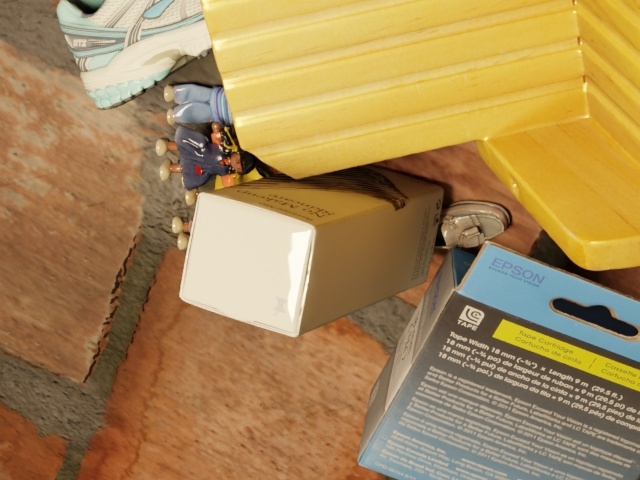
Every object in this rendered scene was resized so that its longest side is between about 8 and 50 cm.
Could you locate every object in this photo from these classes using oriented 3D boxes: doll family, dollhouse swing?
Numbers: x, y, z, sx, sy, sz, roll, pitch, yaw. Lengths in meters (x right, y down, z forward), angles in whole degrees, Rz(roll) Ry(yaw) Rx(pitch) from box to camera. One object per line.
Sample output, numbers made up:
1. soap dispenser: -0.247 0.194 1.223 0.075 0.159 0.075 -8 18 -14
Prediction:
1. doll family: -0.082 -0.068 1.631 0.111 0.076 0.193 5 127 26
2. dollhouse swing: 0.097 -0.145 1.319 0.305 0.315 0.347 -20 127 -9

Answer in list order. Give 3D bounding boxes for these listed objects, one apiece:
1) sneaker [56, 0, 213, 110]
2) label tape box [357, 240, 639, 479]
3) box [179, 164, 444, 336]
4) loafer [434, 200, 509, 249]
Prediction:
1. sneaker: -0.117 -0.214 1.502 0.283 0.110 0.122 -27 101 32
2. label tape box: 0.202 0.116 1.624 0.240 0.106 0.334 21 134 -5
3. box: 0.000 0.000 1.497 0.113 0.275 0.094 16 104 21
4. loafer: 0.109 -0.007 1.622 0.125 0.039 0.045 -4 127 26
